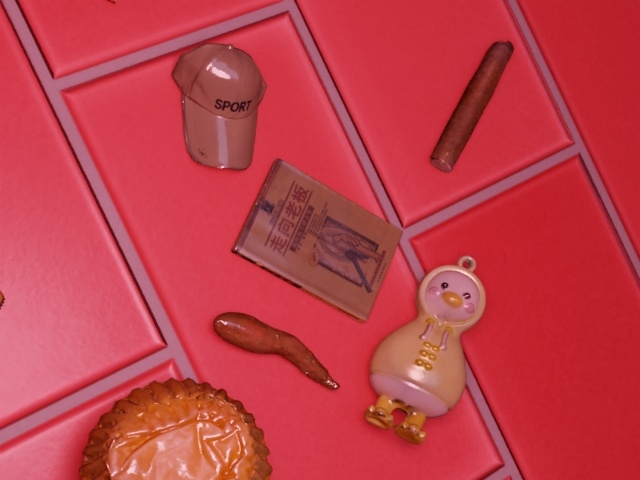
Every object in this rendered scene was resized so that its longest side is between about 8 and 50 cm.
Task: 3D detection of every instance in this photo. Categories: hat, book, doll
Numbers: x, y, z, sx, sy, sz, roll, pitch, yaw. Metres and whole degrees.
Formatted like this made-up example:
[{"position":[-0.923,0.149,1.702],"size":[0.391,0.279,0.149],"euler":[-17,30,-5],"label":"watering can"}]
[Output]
[{"position":[-0.128,-0.189,1.404],"size":[0.147,0.085,0.175],"euler":[0,79,-25],"label":"hat"},{"position":[0.000,0.000,1.456],"size":[0.231,0.026,0.161],"euler":[29,70,-15],"label":"book"},{"position":[0.162,0.148,1.436],"size":[0.141,0.117,0.296],"euler":[22,76,10],"label":"doll"}]

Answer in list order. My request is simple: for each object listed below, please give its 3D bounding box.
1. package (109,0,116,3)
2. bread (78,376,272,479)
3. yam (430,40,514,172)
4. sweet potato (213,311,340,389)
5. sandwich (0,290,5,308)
[{"position":[-0.288,-0.443,1.420],"size":[0.083,0.022,0.200],"euler":[30,70,-15],"label":"package"},{"position":[-0.170,0.272,1.191],"size":[0.240,0.139,0.239],"euler":[8,60,-14],"label":"bread"},{"position":[0.249,-0.224,1.597],"size":[0.046,0.046,0.263],"euler":[35,68,-14],"label":"yam"},{"position":[-0.060,0.153,1.390],"size":[0.214,0.050,0.050],"euler":[29,70,-22],"label":"sweet potato"},{"position":[-0.519,0.108,1.139],"size":[0.198,0.155,0.227],"euler":[37,68,-11],"label":"sandwich"}]
